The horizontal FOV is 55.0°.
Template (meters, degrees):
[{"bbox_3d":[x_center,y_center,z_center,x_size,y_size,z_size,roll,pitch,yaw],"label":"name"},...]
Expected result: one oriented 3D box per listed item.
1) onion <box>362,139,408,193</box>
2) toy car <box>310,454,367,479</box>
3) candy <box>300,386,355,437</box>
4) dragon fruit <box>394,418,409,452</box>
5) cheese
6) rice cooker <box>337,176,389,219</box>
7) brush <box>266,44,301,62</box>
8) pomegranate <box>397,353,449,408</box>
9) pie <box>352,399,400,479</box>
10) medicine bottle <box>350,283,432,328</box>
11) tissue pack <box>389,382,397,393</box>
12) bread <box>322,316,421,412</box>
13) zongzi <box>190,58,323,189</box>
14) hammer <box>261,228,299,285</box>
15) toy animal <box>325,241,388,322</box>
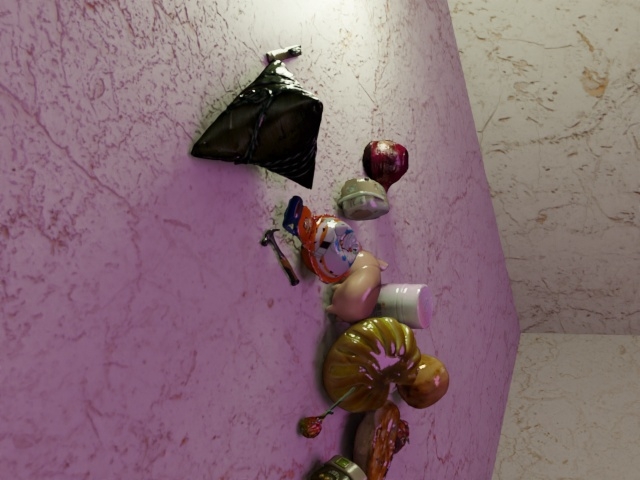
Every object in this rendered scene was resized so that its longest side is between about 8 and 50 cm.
[{"bbox_3d":[0.245,-0.259,2.254,0.195,0.140,0.218,11,81,-67],"label":"onion"},{"bbox_3d":[0.043,0.767,1.754,0.198,0.204,0.247,-26,114,-35],"label":"toy car"},{"bbox_3d":[0.024,0.488,1.762,0.201,0.060,0.060,-39,129,-12],"label":"candy"},{"bbox_3d":[0.288,0.714,2.251,0.102,0.096,0.147,-57,136,-52],"label":"dragon fruit"},{"bbox_3d":[0.000,0.000,1.785,0.329,0.129,0.216,45,49,-40],"label":"cheese"},{"bbox_3d":[0.145,-0.133,2.043,0.206,0.145,0.127,24,54,-54],"label":"rice cooker"},{"bbox_3d":[-0.096,-0.539,1.772,0.190,0.028,0.034,-39,119,-54],"label":"brush"},{"bbox_3d":[0.391,0.538,2.341,0.207,0.207,0.207,10,78,-60],"label":"pomegranate"},{"bbox_3d":[0.187,0.675,2.042,0.315,0.092,0.315,-34,129,-55],"label":"pie"},{"bbox_3d":[0.229,0.218,2.036,0.152,0.254,0.152,9,80,-60],"label":"medicine bottle"},{"bbox_3d":[0.194,0.478,2.103,0.149,0.099,0.106,-7,93,-61],"label":"tissue pack"},{"bbox_3d":[0.166,0.386,1.889,0.333,0.160,0.332,-11,112,-29],"label":"bread"},{"bbox_3d":[-0.095,-0.245,1.561,0.383,0.319,0.362,-77,150,-61],"label":"zongzi"},{"bbox_3d":[-0.104,0.048,1.702,0.201,0.021,0.078,63,37,-36],"label":"hammer"},{"bbox_3d":[0.115,0.140,1.944,0.166,0.154,0.250,49,46,-47],"label":"toy animal"}]
